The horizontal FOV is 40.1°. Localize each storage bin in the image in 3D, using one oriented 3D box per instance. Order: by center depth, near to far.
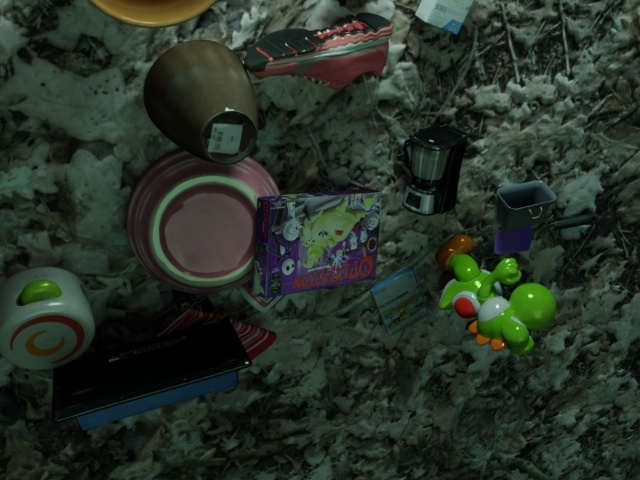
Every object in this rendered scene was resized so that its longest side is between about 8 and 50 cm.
[{"bbox_3d":[0.504,-0.076,2.163,0.135,0.098,0.091,-14,135,-16],"label":"storage bin"}]

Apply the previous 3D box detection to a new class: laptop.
[{"bbox_3d":[-0.342,0.333,1.849,0.382,0.408,0.236,-15,108,-12],"label":"laptop"}]

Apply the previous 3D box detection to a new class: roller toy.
[{"bbox_3d":[-0.567,0.156,1.789,0.209,0.146,0.191,-43,135,15],"label":"roller toy"}]

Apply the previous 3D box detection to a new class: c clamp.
[{"bbox_3d":[-0.312,0.154,1.983,0.161,0.022,0.137,-36,133,-1],"label":"c clamp"}]

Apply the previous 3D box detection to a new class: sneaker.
[{"bbox_3d":[0.004,-0.351,1.745,0.314,0.116,0.136,-16,128,-16],"label":"sneaker"}]

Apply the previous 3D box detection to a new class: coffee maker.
[{"bbox_3d":[0.272,-0.157,1.985,0.171,0.120,0.178,-7,123,-21],"label":"coffee maker"}]

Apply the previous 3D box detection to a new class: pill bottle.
[{"bbox_3d":[-0.091,0.061,1.966,0.193,0.108,0.108,-44,127,6],"label":"pill bottle"}]

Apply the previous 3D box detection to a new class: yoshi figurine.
[{"bbox_3d":[0.430,0.127,2.081,0.204,0.362,0.203,14,113,-30],"label":"yoshi figurine"}]

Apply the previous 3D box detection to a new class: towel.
[{"bbox_3d":[-0.252,0.243,1.994,0.199,0.031,0.275,-41,141,23],"label":"towel"}]

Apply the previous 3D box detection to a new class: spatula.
[{"bbox_3d":[0.587,-0.029,2.262,0.297,0.030,0.084,-15,123,-15],"label":"spatula"}]

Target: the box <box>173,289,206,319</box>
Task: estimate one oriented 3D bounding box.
[{"bbox_3d":[-0.288,0.147,1.940,0.062,0.052,0.083,-11,128,-21],"label":"box"}]

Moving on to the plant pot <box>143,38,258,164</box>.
[{"bbox_3d":[-0.205,-0.238,1.651,0.215,0.230,0.215,-11,124,-17],"label":"plant pot"}]

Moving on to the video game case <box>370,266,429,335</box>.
[{"bbox_3d":[0.201,0.156,2.216,0.119,0.015,0.166,-28,127,-6],"label":"video game case"}]

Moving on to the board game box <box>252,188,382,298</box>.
[{"bbox_3d":[0.000,0.000,1.896,0.347,0.056,0.208,-8,110,-45],"label":"board game box"}]

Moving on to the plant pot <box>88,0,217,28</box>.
[{"bbox_3d":[-0.293,-0.522,1.451,0.291,0.203,0.290,-11,123,-17],"label":"plant pot"}]

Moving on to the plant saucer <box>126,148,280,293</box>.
[{"bbox_3d":[-0.233,-0.032,1.822,0.332,0.084,0.332,-6,113,-13],"label":"plant saucer"}]

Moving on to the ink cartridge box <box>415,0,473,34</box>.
[{"bbox_3d":[0.266,-0.501,1.809,0.089,0.052,0.122,13,115,-30],"label":"ink cartridge box"}]
